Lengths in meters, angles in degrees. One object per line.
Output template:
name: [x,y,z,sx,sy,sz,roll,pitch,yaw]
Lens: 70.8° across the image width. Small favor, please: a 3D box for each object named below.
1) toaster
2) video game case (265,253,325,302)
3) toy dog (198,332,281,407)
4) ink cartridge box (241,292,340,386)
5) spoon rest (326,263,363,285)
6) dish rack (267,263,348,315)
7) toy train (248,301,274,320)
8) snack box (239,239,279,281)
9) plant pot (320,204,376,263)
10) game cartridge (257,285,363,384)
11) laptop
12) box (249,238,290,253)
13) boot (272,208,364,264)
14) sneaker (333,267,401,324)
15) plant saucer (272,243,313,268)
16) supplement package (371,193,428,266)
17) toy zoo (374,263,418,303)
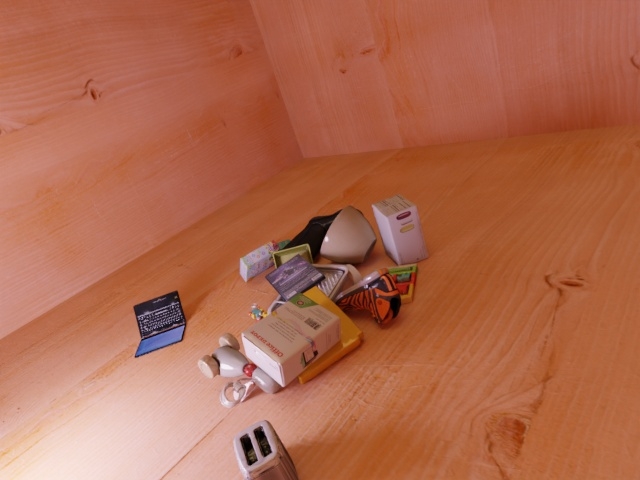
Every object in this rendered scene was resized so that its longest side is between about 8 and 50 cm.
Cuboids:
toaster: [-0.145,0.587,1.181,0.129,0.147,0.227,-26,24,-12]
video game case: [-0.118,0.164,2.007,0.196,0.026,0.274,-34,29,-13]
toy dog: [-0.280,0.476,1.590,0.220,0.161,0.333,-27,39,-24]
ink cartridge box: [-0.096,0.328,1.531,0.201,0.117,0.278,27,45,36]
spoon rest: [0.085,0.141,2.057,0.137,0.084,0.276,-14,18,-36]
dish rack: [-0.040,0.235,1.926,0.285,0.072,0.333,-2,39,38]
toy train: [-0.233,0.312,1.997,0.166,0.046,0.125,-10,24,15]
snack box: [-0.320,0.108,2.359,0.207,0.175,0.070,-30,69,-25]
plant pot: [0.155,0.002,2.151,0.190,0.284,0.284,31,44,16]
game cartridge: [-0.039,0.337,1.666,0.285,0.053,0.323,-30,44,-19]
laptop: [-0.773,0.389,2.126,0.234,0.265,0.136,-19,-14,-1]
box: [-0.275,0.072,2.538,0.244,0.060,0.100,-20,23,-1]
boot: [-0.002,0.001,2.367,0.366,0.146,0.445,-13,20,35]
sneaker: [0.178,0.249,1.714,0.124,0.180,0.321,-14,-20,-40]
plant saucer: [-0.119,0.128,2.175,0.188,0.189,0.045,-14,-3,11]
supplement package: [0.358,-0.044,2.037,0.145,0.262,0.204,-22,23,-5]
toy zoo: [0.293,0.193,1.858,0.192,0.030,0.293,-10,25,22]
